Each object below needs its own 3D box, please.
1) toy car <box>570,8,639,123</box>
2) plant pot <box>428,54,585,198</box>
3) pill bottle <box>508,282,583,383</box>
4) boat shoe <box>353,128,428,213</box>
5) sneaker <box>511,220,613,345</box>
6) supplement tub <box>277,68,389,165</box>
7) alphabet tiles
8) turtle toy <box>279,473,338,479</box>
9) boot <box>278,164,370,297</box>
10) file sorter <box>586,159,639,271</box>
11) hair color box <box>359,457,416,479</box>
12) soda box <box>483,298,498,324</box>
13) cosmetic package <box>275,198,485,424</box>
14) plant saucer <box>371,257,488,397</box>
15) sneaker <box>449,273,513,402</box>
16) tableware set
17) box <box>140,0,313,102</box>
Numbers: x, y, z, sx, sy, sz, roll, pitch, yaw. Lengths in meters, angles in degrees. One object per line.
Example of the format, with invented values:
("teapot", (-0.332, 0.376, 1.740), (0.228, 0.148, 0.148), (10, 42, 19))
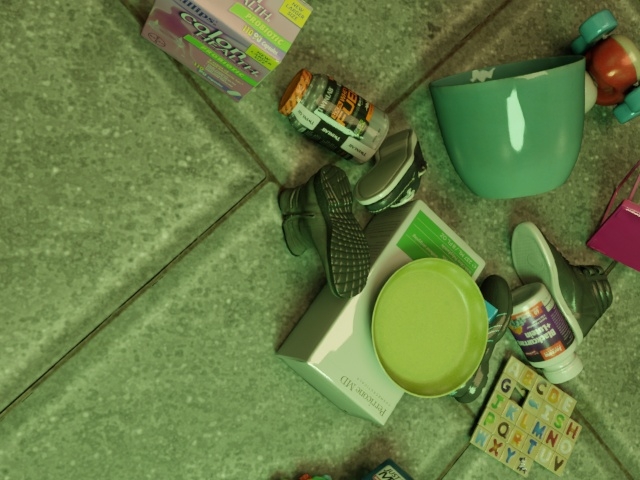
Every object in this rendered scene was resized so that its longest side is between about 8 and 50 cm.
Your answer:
("toy car", (0.566, -0.331, 1.595), (0.238, 0.210, 0.219), (-30, 82, 6))
("plant pot", (0.373, -0.216, 1.432), (0.293, 0.293, 0.235), (-18, 107, -23))
("pill bottle", (0.457, 0.193, 1.507), (0.108, 0.108, 0.193), (-35, 97, -22))
("boat shoe", (0.143, -0.115, 1.344), (0.091, 0.114, 0.302), (60, 31, -18))
("sneaker", (0.514, 0.064, 1.553), (0.147, 0.105, 0.295), (-35, 104, -23))
("supplement tub", (0.023, -0.232, 1.369), (0.190, 0.117, 0.116), (29, 75, -18))
("alphabet tiles", (0.436, 0.382, 1.513), (0.237, 0.009, 0.198), (34, 74, -17))
("turtle toy", (-0.024, 0.454, 1.304), (0.130, 0.066, 0.095), (11, 106, -22))
("boot", (0.000, 0.000, 1.304), (0.084, 0.161, 0.246), (3, 69, -35))
("file sorter", (0.766, -0.033, 1.555), (0.291, 0.202, 0.182), (28, 68, 10))
("hair color box", (0.034, 0.556, 1.266), (0.347, 0.105, 0.173), (-30, 125, -22))
("soda box", (0.241, 0.194, 1.379), (0.071, 0.067, 0.210), (39, 87, 19))
("cosmetic package", (0.113, 0.127, 1.349), (0.197, 0.155, 0.365), (40, 70, -17))
("plant saucer", (0.186, 0.150, 1.276), (0.241, 0.037, 0.240), (1, 87, -25))
("sneaker", (0.299, 0.183, 1.449), (0.106, 0.101, 0.267), (26, 75, -16))
("tableware set", (0.438, 0.351, 1.531), (0.141, 0.020, 0.168), (39, 72, -14))
("box", (-0.166, -0.367, 1.237), (0.214, 0.243, 0.117), (33, 73, -17))
